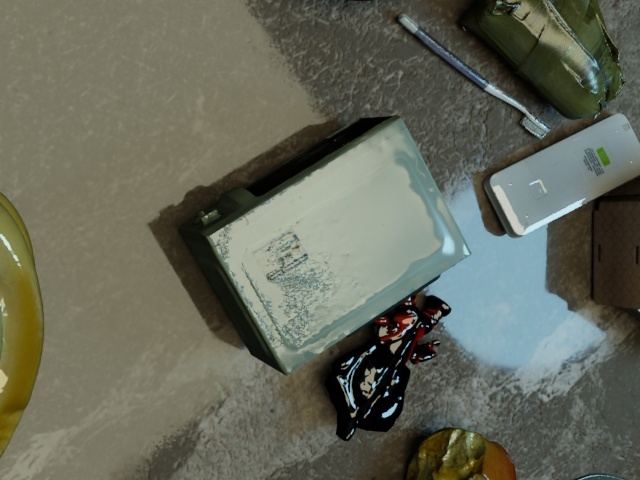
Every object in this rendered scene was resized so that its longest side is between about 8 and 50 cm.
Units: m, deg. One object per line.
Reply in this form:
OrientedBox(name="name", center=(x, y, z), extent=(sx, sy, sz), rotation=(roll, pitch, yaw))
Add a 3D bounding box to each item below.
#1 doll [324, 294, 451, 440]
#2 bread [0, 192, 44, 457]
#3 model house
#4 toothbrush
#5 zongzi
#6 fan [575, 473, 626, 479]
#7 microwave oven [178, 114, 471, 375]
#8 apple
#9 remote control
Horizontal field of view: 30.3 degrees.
OrientedBox(name="doll", center=(0.088, 0.170, 1.640), extent=(0.127, 0.088, 0.249), rotation=(28, 73, 1))
OrientedBox(name="bread", center=(-0.486, 0.121, 1.340), extent=(0.329, 0.245, 0.424), rotation=(21, 89, -19))
OrientedBox(name="model house", center=(0.539, -0.012, 1.743), extent=(0.244, 0.169, 0.326), rotation=(34, 83, -16))
OrientedBox(name="toothbrush", center=(0.219, -0.234, 1.692), extent=(0.288, 0.024, 0.026), rotation=(35, 95, -19))
OrientedBox(name="zongzi", center=(0.371, -0.334, 1.691), extent=(0.251, 0.125, 0.274), rotation=(43, 73, -16))
OrientedBox(name="fan", center=(0.453, 0.429, 1.819), extent=(0.223, 0.012, 0.294), rotation=(40, 80, -16))
OrientedBox(name="microwave oven", center=(0.000, 0.000, 1.542), extent=(0.295, 0.181, 0.237), rotation=(-32, 105, -15))
OrientedBox(name="apple", center=(0.198, 0.346, 1.649), extent=(0.147, 0.156, 0.158), rotation=(47, 66, -32))
OrientedBox(name="remote control", center=(0.363, -0.096, 1.736), extent=(0.250, 0.034, 0.103), rotation=(-27, 88, -16))
